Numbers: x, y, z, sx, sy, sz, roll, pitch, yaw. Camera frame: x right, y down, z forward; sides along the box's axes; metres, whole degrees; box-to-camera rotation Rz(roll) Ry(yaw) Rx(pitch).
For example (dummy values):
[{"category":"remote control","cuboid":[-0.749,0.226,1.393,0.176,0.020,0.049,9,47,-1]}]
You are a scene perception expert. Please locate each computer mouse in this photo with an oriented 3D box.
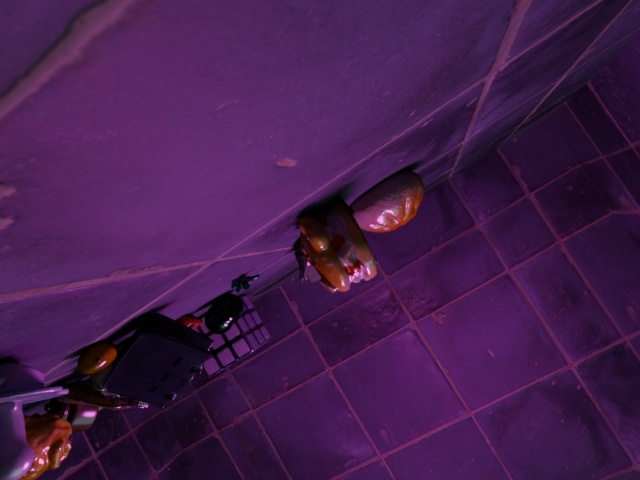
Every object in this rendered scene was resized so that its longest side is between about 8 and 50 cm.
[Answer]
[{"category":"computer mouse","cuboid":[-0.001,0.040,1.785,0.228,0.145,0.429,-22,160,-14]}]

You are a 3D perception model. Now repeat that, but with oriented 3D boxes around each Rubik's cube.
[{"category":"Rubik's cube","cuboid":[-0.492,0.499,2.326,0.301,0.303,0.305,-33,176,10]}]

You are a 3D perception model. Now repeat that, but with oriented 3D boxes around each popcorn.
[{"category":"popcorn","cuboid":[-1.084,0.749,1.578,0.316,0.280,0.297,3,-170,20]}]

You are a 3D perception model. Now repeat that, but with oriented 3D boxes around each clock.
[{"category":"clock","cuboid":[-0.591,0.364,1.879,0.113,0.061,0.155,-31,171,-3]}]

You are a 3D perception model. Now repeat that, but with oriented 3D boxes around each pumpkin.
[{"category":"pumpkin","cuboid":[-0.435,0.325,1.948,0.202,0.140,0.202,-53,178,-3]}]

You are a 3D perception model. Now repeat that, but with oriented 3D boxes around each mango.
[{"category":"mango","cuboid":[-0.662,0.350,1.301,0.103,0.076,0.161,-35,178,-7]}]

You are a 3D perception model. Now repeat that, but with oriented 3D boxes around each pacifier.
[{"category":"pacifier","cuboid":[-0.642,0.369,0.872,0.238,0.225,0.287,-6,160,-30]}]

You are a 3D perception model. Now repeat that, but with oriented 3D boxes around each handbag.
[{"category":"handbag","cuboid":[-0.505,0.395,1.398,0.325,0.269,0.118,-46,-154,25]}]

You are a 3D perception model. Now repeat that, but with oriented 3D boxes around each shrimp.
[{"category":"shrimp","cuboid":[-0.812,0.617,1.695,0.272,0.085,0.445,2,159,31]}]

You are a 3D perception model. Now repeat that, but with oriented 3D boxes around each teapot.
[{"category":"teapot","cuboid":[-1.036,0.682,1.793,0.175,0.185,0.267,27,100,-50]}]

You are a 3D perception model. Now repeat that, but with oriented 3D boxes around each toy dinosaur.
[{"category":"toy dinosaur","cuboid":[-0.300,0.163,1.719,0.132,0.059,0.096,-23,-177,3]}]

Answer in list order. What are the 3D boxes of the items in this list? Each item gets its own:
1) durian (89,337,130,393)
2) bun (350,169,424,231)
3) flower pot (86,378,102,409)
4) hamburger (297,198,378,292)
[{"category":"durian","cuboid":[-0.706,0.470,1.604,0.256,0.204,0.340,0,163,-37]},{"category":"bun","cuboid":[0.265,-0.126,1.609,0.299,0.164,0.299,-32,176,-3]},{"category":"flower pot","cuboid":[-1.080,0.736,2.018,0.243,0.157,0.189,-29,172,-17]},{"category":"hamburger","cuboid":[0.041,0.020,1.324,0.186,0.261,0.302,-27,156,-7]}]
